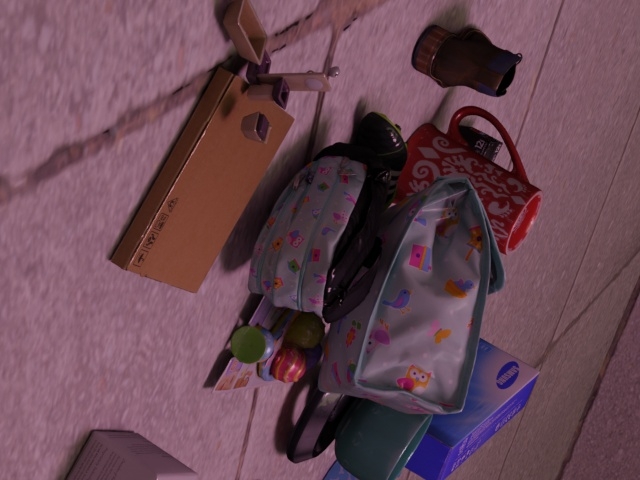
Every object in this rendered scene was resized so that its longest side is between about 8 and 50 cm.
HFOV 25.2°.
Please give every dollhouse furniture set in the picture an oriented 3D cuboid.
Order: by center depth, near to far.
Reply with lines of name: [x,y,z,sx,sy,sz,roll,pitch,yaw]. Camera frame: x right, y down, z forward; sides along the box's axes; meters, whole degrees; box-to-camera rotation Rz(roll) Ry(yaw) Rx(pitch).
dollhouse furniture set: [-0.035,-0.151,1.238,0.114,0.081,0.091,62,36,-56]

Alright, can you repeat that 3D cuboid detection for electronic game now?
electronic game: [0.024,0.203,1.932,0.229,0.048,0.229,-53,167,-18]

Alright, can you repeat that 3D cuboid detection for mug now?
mug: [0.188,-0.074,1.776,0.113,0.169,0.150,-29,144,-53]
mug: [0.086,0.255,1.955,0.158,0.097,0.129,-54,166,-18]

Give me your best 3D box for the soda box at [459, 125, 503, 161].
soda box: [0.181,-0.069,1.931,0.060,0.053,0.169,-5,121,-65]

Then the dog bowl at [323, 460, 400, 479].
dog bowl: [0.044,0.440,2.260,0.166,0.074,0.297,-43,153,-38]

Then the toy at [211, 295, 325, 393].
toy: [-0.035,0.125,1.683,0.137,0.056,0.237,-62,159,7]

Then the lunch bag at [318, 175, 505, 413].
lunch bag: [0.107,0.063,1.658,0.223,0.160,0.262,148,-42,-76]

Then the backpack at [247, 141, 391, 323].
backpack: [0.000,0.000,1.501,0.182,0.115,0.152,-62,158,-43]

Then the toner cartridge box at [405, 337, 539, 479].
toner cartridge box: [0.199,0.250,2.240,0.348,0.165,0.075,-27,142,-57]

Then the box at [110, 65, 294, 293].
box: [-0.105,-0.050,1.337,0.201,0.021,0.164,-61,160,0]

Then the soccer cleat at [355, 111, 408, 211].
soccer cleat: [0.059,-0.077,1.634,0.072,0.060,0.179,-48,159,-25]

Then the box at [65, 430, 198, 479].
box: [-0.197,0.255,1.434,0.102,0.087,0.101,-61,159,2]

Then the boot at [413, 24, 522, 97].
boot: [0.196,-0.202,1.717,0.219,0.106,0.082,-11,128,-63]
